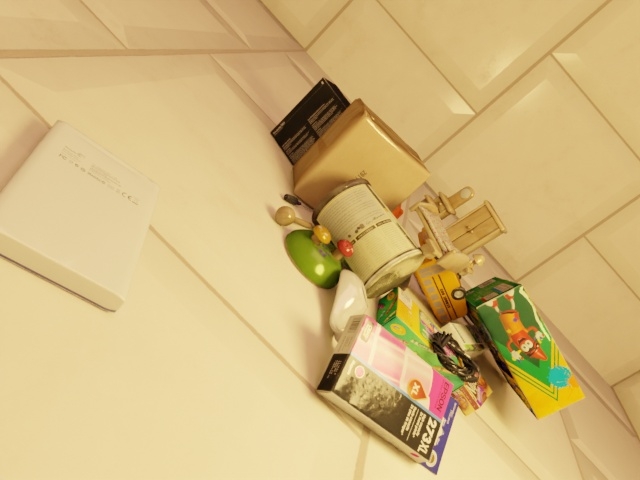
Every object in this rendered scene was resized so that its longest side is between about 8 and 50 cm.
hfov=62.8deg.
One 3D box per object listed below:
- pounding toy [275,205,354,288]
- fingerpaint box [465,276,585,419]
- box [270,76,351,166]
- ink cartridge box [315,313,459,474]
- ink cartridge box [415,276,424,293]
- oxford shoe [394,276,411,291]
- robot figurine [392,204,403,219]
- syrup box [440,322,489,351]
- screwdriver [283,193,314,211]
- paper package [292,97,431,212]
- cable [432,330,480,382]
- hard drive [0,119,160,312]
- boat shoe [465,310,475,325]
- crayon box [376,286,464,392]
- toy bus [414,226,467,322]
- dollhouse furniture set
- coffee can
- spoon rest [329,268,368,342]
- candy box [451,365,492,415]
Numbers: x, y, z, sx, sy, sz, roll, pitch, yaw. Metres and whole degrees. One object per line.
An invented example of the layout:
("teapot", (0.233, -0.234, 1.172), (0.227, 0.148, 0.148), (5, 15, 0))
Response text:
("pounding toy", (0.000, 0.000, 1.356), (0.183, 0.110, 0.237), (16, 39, -53))
("fingerpaint box", (0.634, 0.327, 1.726), (0.371, 0.163, 0.445), (62, 7, 4))
("box", (-0.012, -0.372, 1.736), (0.184, 0.261, 0.103), (56, 23, 16))
("ink cartridge box", (0.169, 0.328, 1.094), (0.371, 0.069, 0.176), (41, 59, -23))
("ink cartridge box", (0.403, 0.133, 1.953), (0.104, 0.060, 0.180), (32, 27, -34))
("oxford shoe", (0.267, 0.101, 1.752), (0.212, 0.076, 0.076), (-83, 167, -48))
("robot figurine", (0.218, -0.147, 1.976), (0.219, 0.128, 0.158), (33, 59, -34))
("syrup box", (0.440, 0.326, 1.663), (0.236, 0.096, 0.093), (15, 42, -53))
("screwdriver", (-0.050, -0.105, 1.548), (0.169, 0.025, 0.024), (18, 37, -50))
("paper package", (0.120, -0.212, 1.631), (0.309, 0.325, 0.168), (36, 23, -25))
("cable", (0.357, 0.303, 1.394), (0.184, 0.047, 0.151), (25, 34, -44))
("hard drive", (-0.376, -0.052, 0.833), (0.210, 0.040, 0.319), (36, 25, -27))
("boat shoe", (0.658, 0.331, 2.064), (0.303, 0.091, 0.114), (50, 22, 1))
("crayon box", (0.276, 0.278, 1.454), (0.278, 0.081, 0.165), (45, 23, -10))
("toy bus", (0.390, 0.113, 1.737), (0.333, 0.130, 0.108), (59, 19, -29))
("dollhouse furniture set", (0.388, -0.079, 1.535), (0.355, 0.173, 0.303), (22, 39, -52))
("coffee can", (0.130, -0.006, 1.466), (0.201, 0.201, 0.275), (8, 42, -58))
("spoon rest", (0.067, 0.165, 1.247), (0.276, 0.084, 0.137), (-82, 157, -69))
("candy box", (0.436, 0.432, 1.541), (0.109, 0.053, 0.186), (56, 22, 18))
